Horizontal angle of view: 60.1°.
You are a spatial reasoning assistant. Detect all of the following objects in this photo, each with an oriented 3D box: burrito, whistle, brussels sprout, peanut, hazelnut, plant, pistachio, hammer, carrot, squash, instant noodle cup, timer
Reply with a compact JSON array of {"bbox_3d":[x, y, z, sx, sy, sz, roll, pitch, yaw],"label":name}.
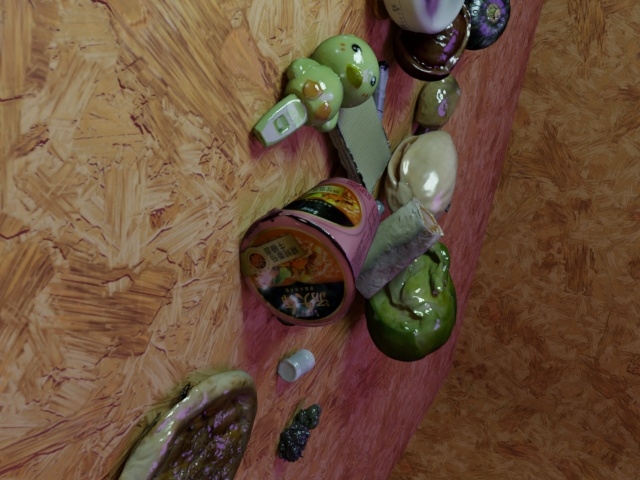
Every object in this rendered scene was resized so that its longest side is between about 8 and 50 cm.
[{"bbox_3d":[0.179,0.030,1.450,0.299,0.143,0.105,-43,-158,29],"label":"burrito"},{"bbox_3d":[0.009,-0.265,0.976,0.294,0.141,0.141,-52,150,-35],"label":"whistle"},{"bbox_3d":[0.258,0.168,1.628,0.315,0.275,0.372,55,32,-64],"label":"brussels sprout"},{"bbox_3d":[0.336,-0.398,1.599,0.159,0.109,0.140,-55,142,-8],"label":"peanut"},{"bbox_3d":[0.262,-0.472,1.306,0.161,0.170,0.202,72,31,-62],"label":"hazelnut"},{"bbox_3d":[-0.054,0.511,1.484,0.174,0.087,0.085,-55,-179,-22],"label":"plant"},{"bbox_3d":[0.288,-0.179,1.534,0.214,0.193,0.318,45,57,-28],"label":"pistachio"},{"bbox_3d":[0.132,-0.228,1.378,0.152,0.044,0.428,-35,137,-51],"label":"hammer"},{"bbox_3d":[0.041,-0.131,1.248,0.191,0.047,0.047,-66,155,-16],"label":"carrot"},{"bbox_3d":[0.453,-0.646,1.593,0.193,0.155,0.194,5,80,-29],"label":"squash"},{"bbox_3d":[0.000,0.000,1.080,0.255,0.243,0.244,-53,151,-51],"label":"instant noodle cup"},{"bbox_3d":[0.237,-0.537,1.116,0.233,0.240,0.234,-32,134,-41],"label":"timer"}]

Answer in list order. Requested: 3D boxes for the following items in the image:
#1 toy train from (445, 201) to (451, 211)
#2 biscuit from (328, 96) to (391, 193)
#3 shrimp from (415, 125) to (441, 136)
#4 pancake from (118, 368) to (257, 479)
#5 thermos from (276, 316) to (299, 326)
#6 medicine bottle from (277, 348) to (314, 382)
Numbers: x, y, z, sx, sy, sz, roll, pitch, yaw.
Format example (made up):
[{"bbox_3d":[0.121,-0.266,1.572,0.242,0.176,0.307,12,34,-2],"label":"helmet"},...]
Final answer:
[{"bbox_3d":[0.382,-0.168,1.884,0.248,0.101,0.159,-21,113,-61],"label":"toy train"},{"bbox_3d":[0.081,-0.230,1.213,0.150,0.052,0.252,-62,144,-28],"label":"biscuit"},{"bbox_3d":[0.340,-0.314,1.724,0.255,0.059,0.145,-62,157,-17],"label":"shrimp"},{"bbox_3d":[-0.242,0.424,1.028,0.382,0.071,0.383,-46,145,-45],"label":"pancake"},{"bbox_3d":[-0.033,0.141,1.269,0.073,0.083,0.187,-54,162,17],"label":"thermos"},{"bbox_3d":[-0.058,0.302,1.339,0.089,0.057,0.057,-17,123,-61],"label":"medicine bottle"}]
